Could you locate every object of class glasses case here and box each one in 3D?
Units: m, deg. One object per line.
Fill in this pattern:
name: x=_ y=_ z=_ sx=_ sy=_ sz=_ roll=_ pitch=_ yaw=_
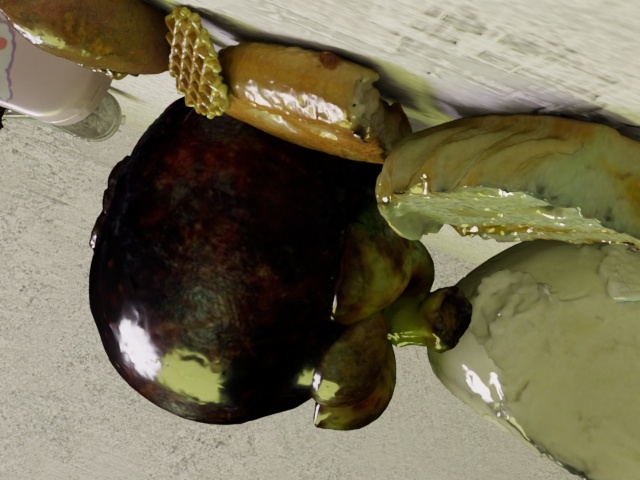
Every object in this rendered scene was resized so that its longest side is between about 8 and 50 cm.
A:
glasses case: x=-0.298 y=-0.185 z=0.851 sx=0.296 sy=0.113 sz=0.075 roll=21 pitch=-178 yaw=23

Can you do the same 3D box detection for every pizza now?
pizza: x=0.009 y=-0.097 z=0.728 sx=0.161 sy=0.063 sz=0.182 roll=29 pitch=171 yaw=-27

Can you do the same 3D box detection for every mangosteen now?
mangosteen: x=-0.055 y=0.021 z=0.917 sx=0.330 sy=0.330 sz=0.330 roll=22 pitch=180 yaw=0

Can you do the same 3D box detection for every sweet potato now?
sweet potato: x=-0.138 y=-0.151 z=0.752 sx=0.068 sy=0.068 sz=0.226 roll=21 pitch=-172 yaw=39

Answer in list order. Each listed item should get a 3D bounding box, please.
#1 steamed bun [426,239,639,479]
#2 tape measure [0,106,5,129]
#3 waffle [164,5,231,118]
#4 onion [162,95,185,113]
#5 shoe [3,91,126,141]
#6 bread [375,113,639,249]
steamed bun: x=0.282 y=0.105 z=0.982 sx=0.333 sy=0.233 sz=0.312 roll=30 pitch=-178 yaw=-4
tape measure: x=-0.381 y=-0.170 z=1.030 sx=0.135 sy=0.202 sz=0.223 roll=20 pitch=-165 yaw=-27
waffle: x=-0.091 y=-0.128 z=0.723 sx=0.078 sy=0.016 sz=0.085 roll=36 pitch=146 yaw=43
onion: x=-0.121 y=-0.129 z=1.086 sx=0.115 sy=0.105 sz=0.115 roll=-10 pitch=-160 yaw=4
shoe: x=-0.495 y=-0.261 z=1.836 sx=0.316 sy=0.124 sz=0.159 roll=21 pitch=-173 yaw=7
bread: x=0.122 y=-0.038 z=0.638 sx=0.128 sy=0.088 sz=0.232 roll=12 pitch=177 yaw=-21
